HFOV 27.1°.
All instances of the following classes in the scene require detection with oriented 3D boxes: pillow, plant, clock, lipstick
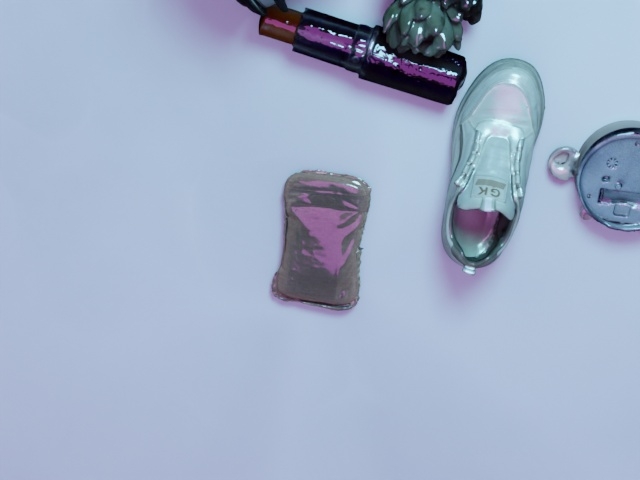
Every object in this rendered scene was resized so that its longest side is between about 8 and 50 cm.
[{"bbox_3d":[0.003,0.000,1.973,0.135,0.034,0.211,10,107,7],"label":"pillow"},{"bbox_3d":[0.157,-0.338,1.786,0.129,0.132,0.194,12,90,13],"label":"plant"},{"bbox_3d":[0.438,-0.089,1.883,0.229,0.063,0.155,12,107,4],"label":"clock"},{"bbox_3d":[0.058,-0.268,1.857,0.300,0.081,0.081,19,108,-2],"label":"lipstick"}]

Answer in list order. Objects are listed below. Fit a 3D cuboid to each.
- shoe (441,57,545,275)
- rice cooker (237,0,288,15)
[{"bbox_3d":[0.237,-0.089,1.856,0.124,0.159,0.316,10,111,4],"label":"shoe"},{"bbox_3d":[-0.071,-0.430,1.740,0.227,0.241,0.280,-25,67,8],"label":"rice cooker"}]
